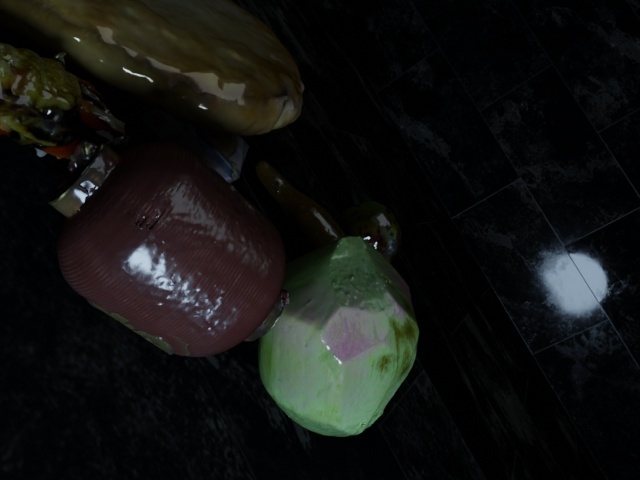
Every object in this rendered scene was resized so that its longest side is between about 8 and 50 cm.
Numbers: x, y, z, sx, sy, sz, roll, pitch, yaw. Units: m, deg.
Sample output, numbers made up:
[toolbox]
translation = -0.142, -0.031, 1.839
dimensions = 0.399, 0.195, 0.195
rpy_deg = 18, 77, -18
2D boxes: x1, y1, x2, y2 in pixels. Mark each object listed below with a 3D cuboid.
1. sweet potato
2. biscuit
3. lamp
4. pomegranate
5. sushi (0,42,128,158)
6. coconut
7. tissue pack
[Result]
[sweet potato]
translation = 0.000, -0.002, 1.016
dimensions = 0.346, 0.079, 0.108
rpy_deg = 51, -6, -14
[biscuit]
translation = -0.220, -0.303, 0.796
dimensions = 0.446, 0.104, 0.429
rpy_deg = 26, 30, -23
[lamp]
translation = -0.147, 0.010, 0.558
dimensions = 0.258, 0.180, 0.180
rpy_deg = 42, 26, -28
[pomegranate]
translation = 0.086, -0.006, 1.145
dimensions = 0.148, 0.148, 0.169
rpy_deg = 56, -12, -3
[sushi]
translation = -0.290, -0.140, 0.547
dimensions = 0.226, 0.103, 0.097
rpy_deg = 24, 66, -59
[coconut]
translation = 0.022, 0.106, 0.699
dimensions = 0.204, 0.236, 0.236
rpy_deg = 24, -9, 46
[tissue pack]
translation = -0.181, -0.156, 0.838
dimensions = 0.155, 0.065, 0.115
rpy_deg = 48, 22, -25
